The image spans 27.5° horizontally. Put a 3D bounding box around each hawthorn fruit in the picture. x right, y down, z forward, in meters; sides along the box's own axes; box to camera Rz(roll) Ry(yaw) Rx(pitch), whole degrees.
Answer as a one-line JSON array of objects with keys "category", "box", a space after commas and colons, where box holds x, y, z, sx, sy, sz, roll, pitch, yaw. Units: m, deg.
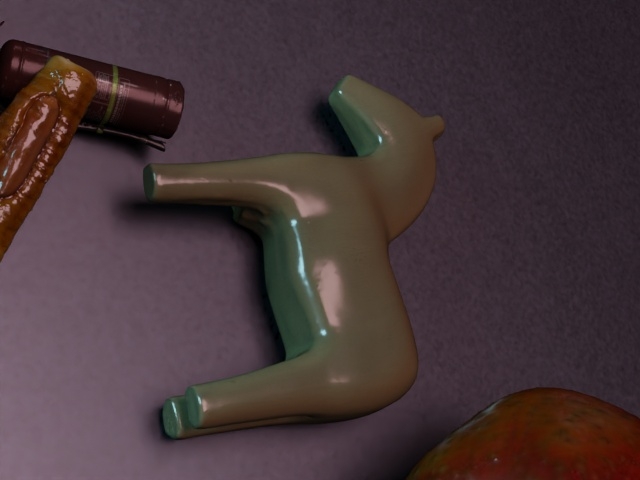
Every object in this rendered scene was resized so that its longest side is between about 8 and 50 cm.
[{"category": "hawthorn fruit", "box": [0.139, 0.169, 0.794, 0.179, 0.179, 0.200, 47, 36, -9]}]

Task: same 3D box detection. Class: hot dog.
[{"category": "hot dog", "box": [-0.170, -0.044, 0.733, 0.044, 0.028, 0.137, 32, 78, -15]}]

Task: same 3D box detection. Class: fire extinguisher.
[{"category": "fire extinguisher", "box": [-0.149, -0.092, 0.779, 0.132, 0.039, 0.056, 12, 104, -21]}]

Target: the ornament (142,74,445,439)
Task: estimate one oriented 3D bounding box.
[{"category": "ornament", "box": [0.000, 0.000, 0.831, 0.245, 0.061, 0.230, -4, 72, -34]}]
